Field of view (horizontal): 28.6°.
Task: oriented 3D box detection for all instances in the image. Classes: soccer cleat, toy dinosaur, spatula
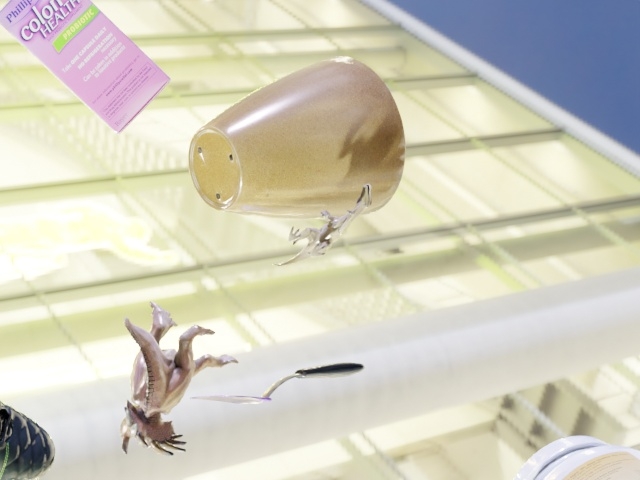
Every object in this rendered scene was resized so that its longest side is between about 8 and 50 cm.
[{"bbox_3d":[-0.249,0.116,0.842,0.072,0.179,0.060,-34,-141,36],"label":"soccer cleat"},{"bbox_3d":[-0.231,0.211,1.787,0.127,0.200,0.296,26,-15,13],"label":"toy dinosaur"},{"bbox_3d":[0.000,0.000,1.618,0.183,0.092,0.053,-38,-102,21],"label":"toy dinosaur"},{"bbox_3d":[-0.046,0.204,1.789,0.084,0.296,0.030,-12,-91,49],"label":"spatula"}]

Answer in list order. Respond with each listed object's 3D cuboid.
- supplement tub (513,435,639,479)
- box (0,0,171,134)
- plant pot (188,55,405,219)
[{"bbox_3d":[0.379,0.382,1.498,0.316,0.228,0.228,-146,-125,-63],"label":"supplement tub"},{"bbox_3d":[-0.357,-0.286,1.894,0.243,0.117,0.213,43,-2,-12],"label":"box"},{"bbox_3d":[-0.051,-0.127,1.768,0.237,0.254,0.237,19,-64,44],"label":"plant pot"}]
